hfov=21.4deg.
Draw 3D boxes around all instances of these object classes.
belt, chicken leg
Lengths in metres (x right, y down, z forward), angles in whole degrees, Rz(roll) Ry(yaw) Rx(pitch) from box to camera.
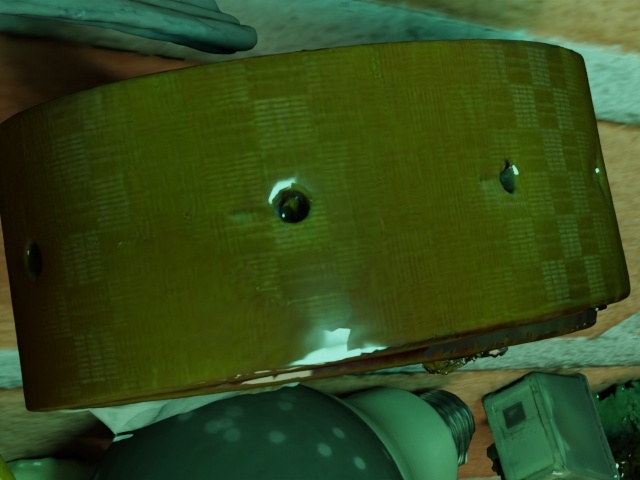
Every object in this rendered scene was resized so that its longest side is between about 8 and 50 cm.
[{"bbox_3d":[0.000,0.000,0.558,0.184,0.105,0.261,-13,178,21],"label":"belt"},{"bbox_3d":[0.079,0.064,0.979,0.036,0.021,0.083,-37,156,19],"label":"chicken leg"}]

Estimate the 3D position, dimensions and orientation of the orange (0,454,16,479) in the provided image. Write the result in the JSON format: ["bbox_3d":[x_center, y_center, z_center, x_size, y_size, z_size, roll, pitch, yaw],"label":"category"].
[{"bbox_3d":[-0.231,0.114,0.632,0.237,0.158,0.179,-21,167,-2],"label":"orange"}]

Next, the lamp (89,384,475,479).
[{"bbox_3d":[-0.020,0.159,0.961,0.182,0.181,0.314,-25,176,17],"label":"lamp"}]

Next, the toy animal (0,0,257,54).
[{"bbox_3d":[-0.148,-0.077,0.324,0.367,0.081,0.206,-16,157,-31],"label":"toy animal"}]

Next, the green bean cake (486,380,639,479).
[{"bbox_3d":[0.242,0.162,1.261,0.208,0.107,0.193,-24,157,12],"label":"green bean cake"}]

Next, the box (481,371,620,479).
[{"bbox_3d":[0.153,0.134,1.144,0.060,0.084,0.063,-30,152,30],"label":"box"}]

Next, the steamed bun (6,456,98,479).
[{"bbox_3d":[-0.176,0.224,0.980,0.172,0.155,0.141,-24,159,13],"label":"steamed bun"}]
